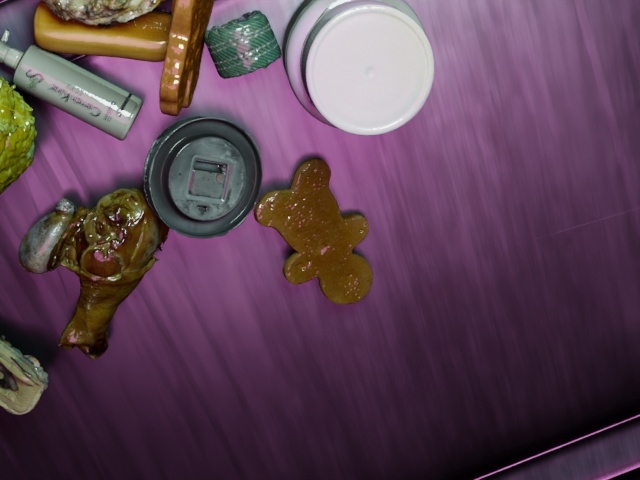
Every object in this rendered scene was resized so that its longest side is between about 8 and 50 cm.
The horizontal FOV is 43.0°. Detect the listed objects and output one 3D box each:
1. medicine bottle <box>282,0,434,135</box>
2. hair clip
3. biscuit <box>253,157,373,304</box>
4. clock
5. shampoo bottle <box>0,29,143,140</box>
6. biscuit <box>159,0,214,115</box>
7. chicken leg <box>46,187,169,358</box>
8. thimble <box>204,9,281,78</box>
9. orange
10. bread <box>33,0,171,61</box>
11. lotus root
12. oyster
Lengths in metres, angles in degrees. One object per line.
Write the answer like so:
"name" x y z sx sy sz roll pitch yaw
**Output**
"medicine bottle" 0.061 -0.302 1.354 0.241 0.302 0.241 -2 111 -5
"hair clip" -0.679 0.215 1.597 0.321 0.091 0.138 33 113 -4
"biscuit" 0.000 0.000 1.591 0.197 0.049 0.301 -35 112 -3
"clock" -0.213 -0.116 1.487 0.226 0.049 0.226 -11 111 -30
"shampoo bottle" -0.449 -0.272 1.434 0.262 0.085 0.085 27 106 -14
"biscuit" -0.218 -0.375 1.356 0.047 0.202 0.334 15 110 -3
"chicken leg" -0.417 0.066 1.513 0.211 0.140 0.361 20 106 -42
"thimble" -0.135 -0.340 1.410 0.118 0.135 0.090 -22 111 -3
"orange" -0.626 -0.163 1.364 0.301 0.223 0.300 -18 150 -9
"bread" -0.370 -0.360 1.412 0.239 0.074 0.092 5 70 -8
"lotus root" -0.505 -0.003 1.528 0.088 0.088 0.165 36 95 -17
"oyster" -0.346 -0.456 1.347 0.260 0.092 0.198 -23 73 7
